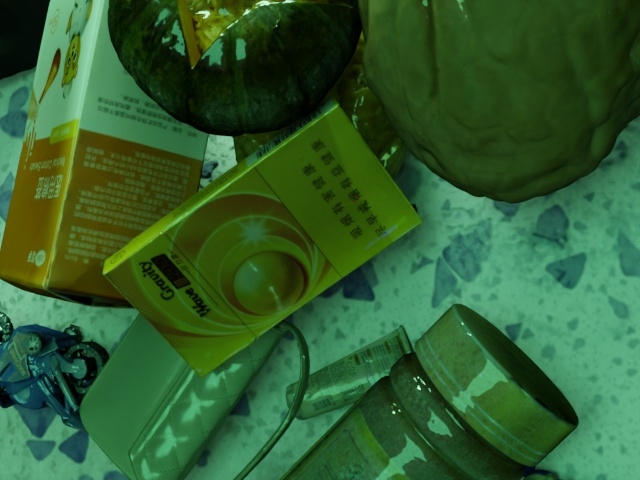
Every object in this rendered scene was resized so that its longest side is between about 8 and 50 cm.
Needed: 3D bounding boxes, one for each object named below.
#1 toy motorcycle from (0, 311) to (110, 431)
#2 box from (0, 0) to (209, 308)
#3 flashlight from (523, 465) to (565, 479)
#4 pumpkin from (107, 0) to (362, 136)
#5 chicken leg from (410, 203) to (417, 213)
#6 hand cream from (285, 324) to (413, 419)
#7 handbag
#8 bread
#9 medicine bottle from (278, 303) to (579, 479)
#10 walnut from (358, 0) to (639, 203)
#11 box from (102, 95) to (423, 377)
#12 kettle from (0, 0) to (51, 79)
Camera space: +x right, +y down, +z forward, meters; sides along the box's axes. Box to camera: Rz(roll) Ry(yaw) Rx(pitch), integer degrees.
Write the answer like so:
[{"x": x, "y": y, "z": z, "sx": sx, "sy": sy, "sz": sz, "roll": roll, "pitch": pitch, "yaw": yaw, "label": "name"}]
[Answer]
[{"x": -0.335, "y": 0.155, "z": 1.091, "sx": 0.205, "sy": 0.076, "sz": 0.114, "roll": 14, "pitch": 96, "yaw": 24, "label": "toy motorcycle"}, {"x": -0.228, "y": -0.101, "z": 0.992, "sx": 0.225, "sy": 0.143, "sz": 0.341, "roll": 2, "pitch": 80, "yaw": 59, "label": "box"}, {"x": 0.232, "y": 0.233, "z": 0.834, "sx": 0.121, "sy": 0.035, "sz": 0.057, "roll": 6, "pitch": 83, "yaw": 26, "label": "flashlight"}, {"x": -0.076, "y": -0.208, "z": 0.840, "sx": 0.238, "sy": 0.159, "sz": 0.238, "roll": -1, "pitch": 66, "yaw": 2, "label": "pumpkin"}, {"x": -0.002, "y": 0.004, "z": 0.951, "sx": 0.205, "sy": 0.093, "sz": 0.053, "roll": -14, "pitch": 57, "yaw": -17, "label": "chicken leg"}, {"x": 0.031, "y": 0.141, "z": 0.946, "sx": 0.143, "sy": 0.039, "sz": 0.061, "roll": -24, "pitch": 62, "yaw": 11, "label": "hand cream"}, {"x": -0.125, "y": 0.160, "z": 0.980, "sx": 0.219, "sy": 0.079, "sz": 0.256, "roll": 38, "pitch": 97, "yaw": 31, "label": "handbag"}, {"x": 0.000, "y": -0.148, "z": 0.956, "sx": 0.198, "sy": 0.120, "sz": 0.236, "roll": 1, "pitch": 83, "yaw": 19, "label": "bread"}, {"x": 0.067, "y": 0.222, "z": 0.848, "sx": 0.322, "sy": 0.151, "sz": 0.151, "roll": -47, "pitch": 66, "yaw": 11, "label": "medicine bottle"}, {"x": 0.165, "y": -0.189, "z": 0.789, "sx": 0.252, "sy": 0.313, "sz": 0.277, "roll": -15, "pitch": 53, "yaw": 18, "label": "walnut"}, {"x": -0.053, "y": 0.001, "z": 0.880, "sx": 0.269, "sy": 0.043, "sz": 0.152, "roll": -34, "pitch": 114, "yaw": 6, "label": "box"}, {"x": -0.452, "y": -0.356, "z": 1.181, "sx": 0.207, "sy": 0.250, "sz": 0.271, "roll": -14, "pitch": 66, "yaw": -8, "label": "kettle"}]
